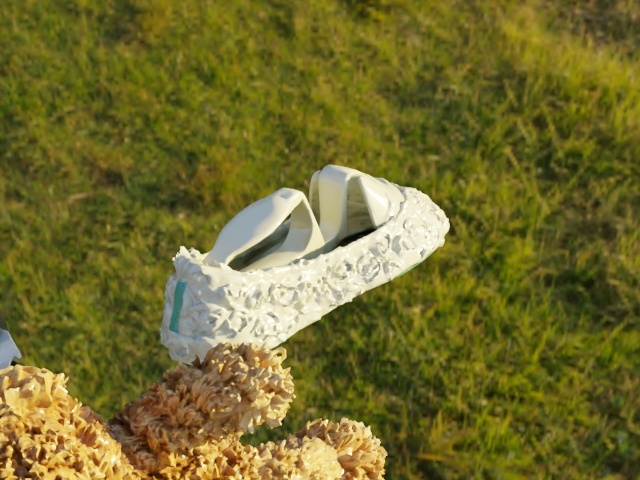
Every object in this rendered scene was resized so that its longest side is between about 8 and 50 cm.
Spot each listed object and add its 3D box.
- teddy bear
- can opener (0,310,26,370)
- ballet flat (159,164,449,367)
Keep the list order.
[{"bbox_3d":[-0.083,0.179,0.717,0.245,0.338,0.113,-40,52,3],"label":"teddy bear"},{"bbox_3d":[-0.323,0.083,1.064,0.074,0.093,0.280,-28,78,-1],"label":"can opener"},{"bbox_3d":[0.000,0.000,1.175,0.147,0.147,0.409,29,38,26],"label":"ballet flat"}]
